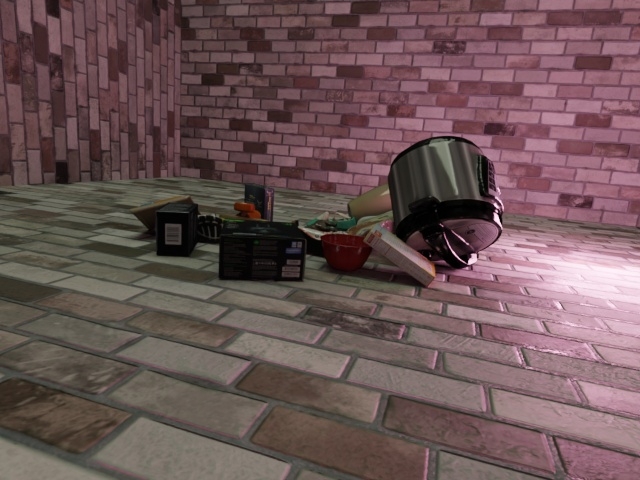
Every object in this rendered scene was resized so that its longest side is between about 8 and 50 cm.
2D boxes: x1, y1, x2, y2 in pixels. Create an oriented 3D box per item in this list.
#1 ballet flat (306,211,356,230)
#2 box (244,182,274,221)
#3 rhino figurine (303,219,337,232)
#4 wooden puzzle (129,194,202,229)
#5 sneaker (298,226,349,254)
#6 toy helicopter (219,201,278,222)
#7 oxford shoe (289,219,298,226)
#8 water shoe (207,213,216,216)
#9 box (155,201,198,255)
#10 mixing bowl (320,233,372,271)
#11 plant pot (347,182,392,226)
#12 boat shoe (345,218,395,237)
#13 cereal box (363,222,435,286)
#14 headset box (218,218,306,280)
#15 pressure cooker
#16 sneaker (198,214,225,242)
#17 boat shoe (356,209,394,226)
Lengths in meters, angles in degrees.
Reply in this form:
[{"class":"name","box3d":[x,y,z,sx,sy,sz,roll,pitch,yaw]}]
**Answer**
[{"class":"ballet flat","box3d":[0.055,-0.099,2.025,0.248,0.087,0.083,4,13,-2]},{"class":"box","box3d":[-0.311,-0.185,2.059,0.059,0.183,0.233,-4,16,-35]},{"class":"rhino figurine","box3d":[-0.009,-0.042,1.779,0.106,0.073,0.243,13,16,18]},{"class":"wooden puzzle","box3d":[-0.599,-0.114,1.612,0.221,0.044,0.238,-15,-13,-8]},{"class":"sneaker","box3d":[0.000,0.001,1.551,0.270,0.090,0.145,14,14,25]},{"class":"toy helicopter","box3d":[-0.276,-0.071,1.777,0.355,0.140,0.235,8,-2,-43]},{"class":"oxford shoe","box3d":[-0.140,-0.045,1.751,0.076,0.076,0.212,1,12,14]},{"class":"water shoe","box3d":[-0.483,-0.067,1.769,0.080,0.072,0.203,-20,12,-8]},{"class":"box","box3d":[-0.492,-0.044,1.423,0.108,0.153,0.207,2,12,-10]},{"class":"mixing bowl","box3d":[0.083,0.043,1.355,0.182,0.098,0.181,6,13,-1]},{"class":"plant pot","box3d":[0.284,-0.161,2.109,0.274,0.256,0.256,-12,14,-3]},{"class":"boat shoe","box3d":[0.204,-0.029,1.697,0.117,0.123,0.324,11,12,36]},{"class":"cereal box","box3d":[0.255,0.040,1.313,0.240,0.047,0.173,36,18,6]},{"class":"headset box","box3d":[-0.185,0.021,1.289,0.247,0.131,0.283,3,12,-10]},{"class":"pressure cooker","box3d":[0.441,-0.106,1.470,0.370,0.420,0.375,3,-28,-9]},{"class":"sneaker","box3d":[-0.471,-0.056,1.602,0.300,0.111,0.121,8,9,6]},{"class":"boat shoe","box3d":[0.313,-0.077,1.948,0.303,0.109,0.094,-12,23,24]}]
